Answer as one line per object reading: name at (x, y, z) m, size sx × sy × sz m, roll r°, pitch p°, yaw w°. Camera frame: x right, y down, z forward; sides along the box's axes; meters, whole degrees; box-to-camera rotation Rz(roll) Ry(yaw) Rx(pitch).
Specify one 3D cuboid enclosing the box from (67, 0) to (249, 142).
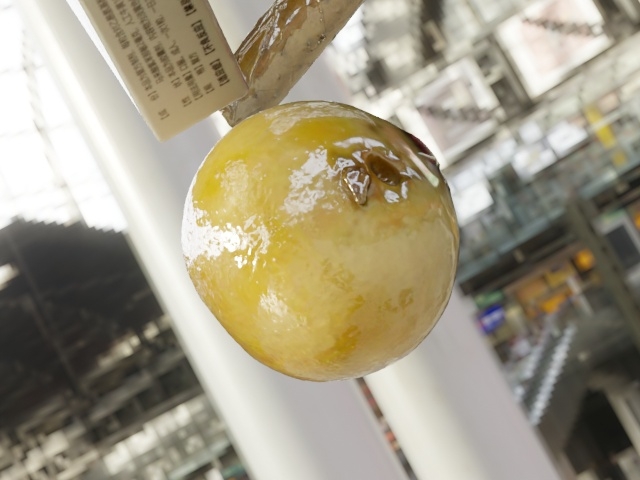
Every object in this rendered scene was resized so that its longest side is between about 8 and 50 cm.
box at (-0.151, -0.219, 0.864) m, size 0.069 × 0.214 × 0.353 m, roll -31°, pitch -31°, yaw -6°

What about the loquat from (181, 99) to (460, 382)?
loquat at (0.000, 0.000, 0.933) m, size 0.137 × 0.163 × 0.163 m, roll -52°, pitch 5°, yaw -35°

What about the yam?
yam at (0.005, -0.177, 1.236) m, size 0.241 × 0.057 × 0.057 m, roll -51°, pitch -10°, yaw -5°
